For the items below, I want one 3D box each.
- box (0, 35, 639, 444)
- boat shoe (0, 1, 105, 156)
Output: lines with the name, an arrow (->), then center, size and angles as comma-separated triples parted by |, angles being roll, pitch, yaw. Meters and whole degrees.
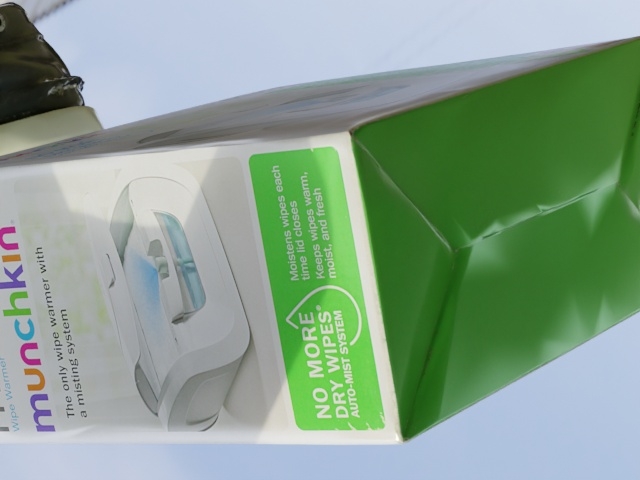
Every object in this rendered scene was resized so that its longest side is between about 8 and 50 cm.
box -> 0.000, 0.000, 0.862 | 0.262, 0.231, 0.127 | -21, -76, -53
boat shoe -> -0.265, -0.065, 0.969 | 0.340, 0.127, 0.113 | -14, -102, -36
